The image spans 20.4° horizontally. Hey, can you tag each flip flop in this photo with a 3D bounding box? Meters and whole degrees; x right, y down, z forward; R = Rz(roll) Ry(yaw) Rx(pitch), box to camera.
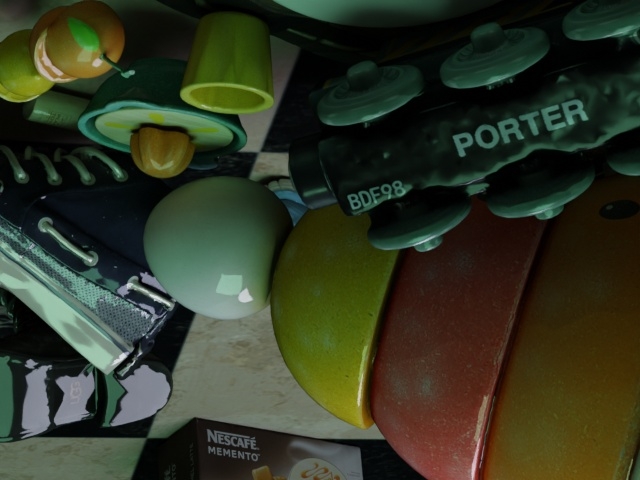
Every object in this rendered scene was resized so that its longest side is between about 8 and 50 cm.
[{"bbox_3d":[-0.034,-0.199,1.312,0.277,0.080,0.112,15,172,-29],"label":"flip flop"}]

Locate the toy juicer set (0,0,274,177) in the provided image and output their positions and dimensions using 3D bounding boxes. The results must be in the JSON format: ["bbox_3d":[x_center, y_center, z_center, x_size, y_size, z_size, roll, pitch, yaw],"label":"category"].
[{"bbox_3d":[-0.161,-0.098,1.403,0.209,0.089,0.329,7,167,-10],"label":"toy juicer set"}]

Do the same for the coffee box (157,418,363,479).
[{"bbox_3d":[-0.071,0.317,2.196,0.246,0.141,0.098,15,146,-31],"label":"coffee box"}]

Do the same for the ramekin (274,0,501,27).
[{"bbox_3d":[0.052,-0.260,1.163,0.277,0.135,0.277,-5,151,-3],"label":"ramekin"}]

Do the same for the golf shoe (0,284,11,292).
[{"bbox_3d":[-0.221,0.025,1.654,0.273,0.120,0.105,14,144,-35],"label":"golf shoe"}]

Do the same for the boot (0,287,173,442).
[{"bbox_3d":[-0.273,0.094,1.676,0.263,0.229,0.091,3,114,-23],"label":"boot"}]

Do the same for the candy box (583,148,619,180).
[{"bbox_3d":[0.224,-0.090,1.463,0.183,0.087,0.316,-5,167,16],"label":"candy box"}]

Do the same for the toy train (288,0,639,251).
[{"bbox_3d":[0.142,-0.103,1.227,0.334,0.190,0.142,-17,109,18],"label":"toy train"}]

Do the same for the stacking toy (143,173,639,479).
[{"bbox_3d":[0.082,0.055,1.389,0.480,0.350,0.350,16,153,10],"label":"stacking toy"}]

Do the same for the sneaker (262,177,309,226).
[{"bbox_3d":[0.000,0.000,1.694,0.162,0.073,0.063,18,143,-37],"label":"sneaker"}]

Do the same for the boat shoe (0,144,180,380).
[{"bbox_3d":[-0.236,-0.043,1.488,0.158,0.127,0.340,-46,119,0],"label":"boat shoe"}]
